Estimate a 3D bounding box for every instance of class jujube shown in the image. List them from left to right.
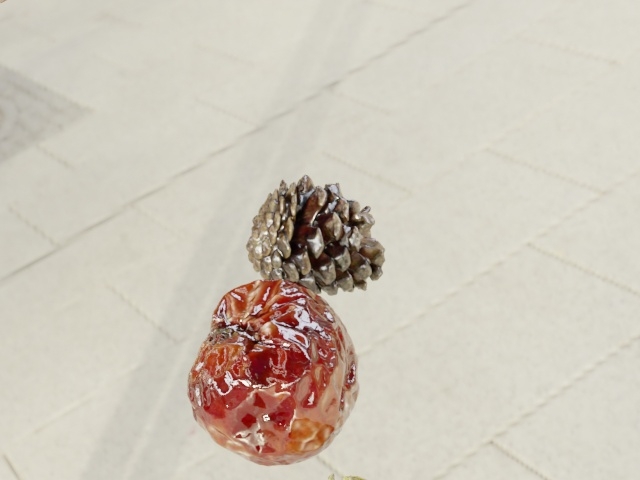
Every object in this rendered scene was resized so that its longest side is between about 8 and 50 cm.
[{"bbox_3d":[-0.060,0.168,1.727,0.213,0.213,0.232,-15,26,15],"label":"jujube"}]

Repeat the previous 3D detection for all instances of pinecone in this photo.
[{"bbox_3d":[-0.003,0.001,2.035,0.204,0.179,0.184,14,19,0],"label":"pinecone"}]

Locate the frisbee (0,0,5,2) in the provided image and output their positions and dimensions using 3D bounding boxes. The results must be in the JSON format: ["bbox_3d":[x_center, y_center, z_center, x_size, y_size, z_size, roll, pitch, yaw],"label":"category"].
[{"bbox_3d":[-0.488,-0.335,1.864,0.192,0.035,0.192,-13,-10,-2],"label":"frisbee"}]

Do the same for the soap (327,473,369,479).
[{"bbox_3d":[0.052,0.358,1.641,0.135,0.233,0.076,-42,54,11],"label":"soap"}]
